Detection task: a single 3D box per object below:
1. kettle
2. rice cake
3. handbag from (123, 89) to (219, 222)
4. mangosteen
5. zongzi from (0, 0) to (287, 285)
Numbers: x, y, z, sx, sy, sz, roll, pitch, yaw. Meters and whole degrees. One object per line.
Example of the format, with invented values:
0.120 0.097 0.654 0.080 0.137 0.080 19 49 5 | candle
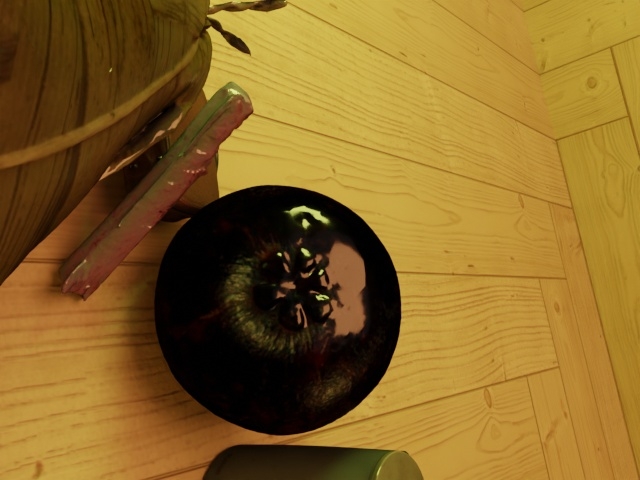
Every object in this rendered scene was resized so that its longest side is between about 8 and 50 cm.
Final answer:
-0.016 0.323 0.804 0.210 0.243 0.160 -44 112 -51 | kettle
-0.173 -0.049 0.750 0.051 0.290 0.081 41 1 -15 | rice cake
-0.186 -0.119 0.882 0.151 0.072 0.193 36 42 -70 | handbag
-0.054 0.078 0.852 0.300 0.300 0.300 27 55 -46 | mangosteen
-0.271 -0.073 0.684 0.466 0.218 0.500 -69 167 18 | zongzi
